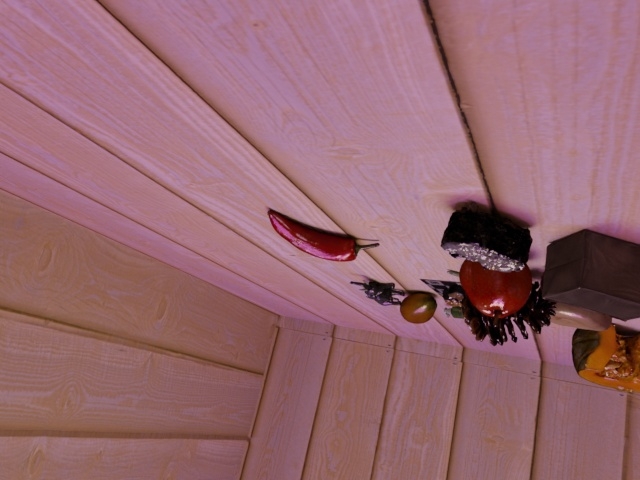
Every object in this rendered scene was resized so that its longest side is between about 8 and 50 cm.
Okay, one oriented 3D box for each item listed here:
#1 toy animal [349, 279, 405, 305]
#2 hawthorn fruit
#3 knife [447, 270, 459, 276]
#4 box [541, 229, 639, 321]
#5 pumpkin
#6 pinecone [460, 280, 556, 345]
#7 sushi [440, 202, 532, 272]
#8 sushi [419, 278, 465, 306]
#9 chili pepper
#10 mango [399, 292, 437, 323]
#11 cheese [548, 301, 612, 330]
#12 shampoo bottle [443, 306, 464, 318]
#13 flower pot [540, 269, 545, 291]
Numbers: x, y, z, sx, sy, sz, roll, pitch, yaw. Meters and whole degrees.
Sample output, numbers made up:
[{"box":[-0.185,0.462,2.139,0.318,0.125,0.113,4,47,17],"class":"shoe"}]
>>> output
[{"box":[0.256,0.220,2.196,0.137,0.082,0.270,-2,159,41],"class":"toy animal"},{"box":[0.493,0.136,1.446,0.197,0.225,0.196,6,153,3],"class":"hawthorn fruit"},{"box":[0.534,0.133,1.788,0.207,0.014,0.030,15,165,-11],"class":"knife"},{"box":[0.688,0.086,1.243,0.232,0.155,0.149,16,162,-6],"class":"box"},{"box":[1.150,0.451,2.034,0.304,0.225,0.256,16,161,13],"class":"pumpkin"},{"box":[0.591,0.215,1.620,0.292,0.246,0.246,-5,156,38],"class":"pinecone"},{"box":[0.396,-0.002,1.244,0.213,0.114,0.147,18,161,-11],"class":"sushi"},{"box":[0.609,0.241,2.012,0.360,0.064,0.343,1,161,35],"class":"sushi"},{"box":[-0.006,0.001,1.648,0.369,0.091,0.137,14,153,-11],"class":"chili pepper"},{"box":[0.424,0.292,2.243,0.152,0.120,0.221,2,156,3],"class":"mango"},{"box":[0.814,0.216,1.655,0.235,0.117,0.218,22,165,-16],"class":"cheese"},{"box":[0.633,0.315,2.250,0.065,0.065,0.205,27,160,-39],"class":"shampoo bottle"},{"box":[0.707,0.125,1.480,0.089,0.111,0.111,4,170,-28],"class":"flower pot"}]
